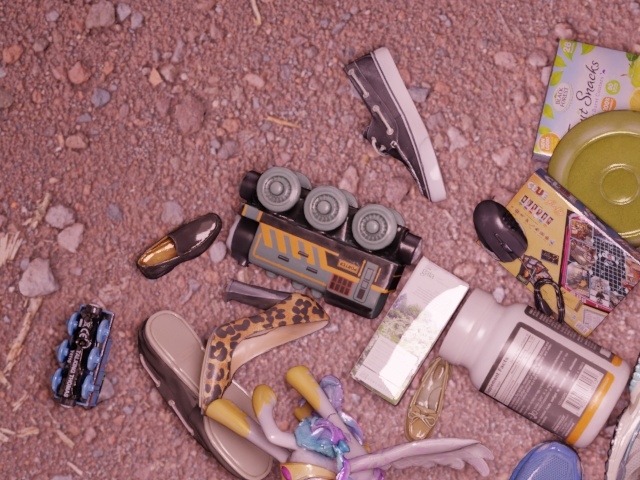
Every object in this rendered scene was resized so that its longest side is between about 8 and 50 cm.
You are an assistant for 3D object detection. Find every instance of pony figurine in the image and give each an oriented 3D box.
[{"bbox_3d":[0.039,0.359,1.782,0.363,0.351,0.303,49,119,41],"label":"pony figurine"}]

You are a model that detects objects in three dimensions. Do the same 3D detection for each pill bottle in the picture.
[{"bbox_3d":[0.341,0.199,1.848,0.278,0.162,0.162,30,85,12],"label":"pill bottle"}]

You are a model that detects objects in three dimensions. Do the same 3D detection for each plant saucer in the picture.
[{"bbox_3d":[0.493,-0.094,1.887,0.241,0.037,0.241,4,110,12],"label":"plant saucer"}]

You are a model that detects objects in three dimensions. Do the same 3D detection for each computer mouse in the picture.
[{"bbox_3d":[0.326,0.040,1.888,0.071,0.041,0.242,-36,85,29],"label":"computer mouse"}]

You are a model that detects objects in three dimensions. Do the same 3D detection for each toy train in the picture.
[{"bbox_3d":[-0.406,0.199,1.975,0.080,0.105,0.184,13,82,6],"label":"toy train"},{"bbox_3d":[0.000,0.000,1.947,0.334,0.142,0.190,22,93,11],"label":"toy train"}]

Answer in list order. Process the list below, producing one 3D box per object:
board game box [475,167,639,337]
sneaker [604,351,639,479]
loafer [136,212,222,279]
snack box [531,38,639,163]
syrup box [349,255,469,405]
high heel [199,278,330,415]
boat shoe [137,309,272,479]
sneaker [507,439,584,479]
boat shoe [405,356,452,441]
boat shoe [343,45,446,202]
[{"bbox_3d":[0.400,0.021,1.894,0.243,0.042,0.165,43,118,12],"label":"board game box"},{"bbox_3d":[0.529,0.295,1.804,0.122,0.110,0.283,18,99,19],"label":"sneaker"},{"bbox_3d":[-0.246,0.008,2.009,0.170,0.061,0.062,-38,77,-1],"label":"loafer"},{"bbox_3d":[0.466,-0.221,1.951,0.174,0.070,0.207,14,82,9],"label":"snack box"},{"bbox_3d":[0.150,0.152,1.914,0.093,0.096,0.237,31,85,10],"label":"syrup box"},{"bbox_3d":[-0.093,0.189,1.904,0.186,0.093,0.261,14,57,1],"label":"high heel"},{"bbox_3d":[-0.198,0.270,1.954,0.112,0.095,0.335,-29,79,-35],"label":"boat shoe"},{"bbox_3d":[0.324,0.472,1.805,0.130,0.147,0.330,24,86,9],"label":"sneaker"},{"bbox_3d":[0.180,0.265,1.914,0.056,0.048,0.153,24,84,11],"label":"boat shoe"},{"bbox_3d":[0.124,-0.189,1.974,0.102,0.108,0.301,-24,75,3],"label":"boat shoe"}]
